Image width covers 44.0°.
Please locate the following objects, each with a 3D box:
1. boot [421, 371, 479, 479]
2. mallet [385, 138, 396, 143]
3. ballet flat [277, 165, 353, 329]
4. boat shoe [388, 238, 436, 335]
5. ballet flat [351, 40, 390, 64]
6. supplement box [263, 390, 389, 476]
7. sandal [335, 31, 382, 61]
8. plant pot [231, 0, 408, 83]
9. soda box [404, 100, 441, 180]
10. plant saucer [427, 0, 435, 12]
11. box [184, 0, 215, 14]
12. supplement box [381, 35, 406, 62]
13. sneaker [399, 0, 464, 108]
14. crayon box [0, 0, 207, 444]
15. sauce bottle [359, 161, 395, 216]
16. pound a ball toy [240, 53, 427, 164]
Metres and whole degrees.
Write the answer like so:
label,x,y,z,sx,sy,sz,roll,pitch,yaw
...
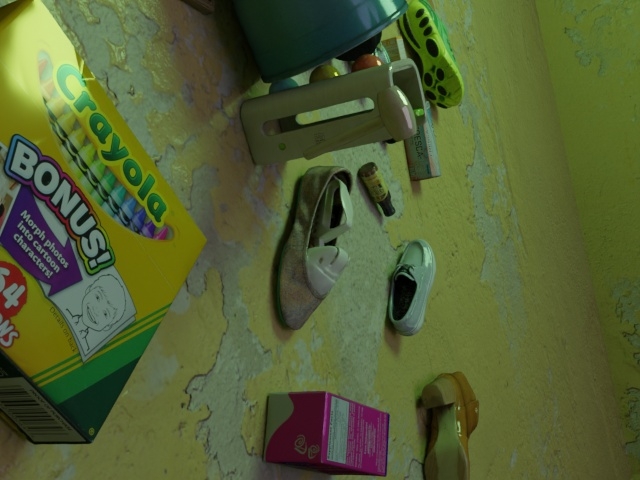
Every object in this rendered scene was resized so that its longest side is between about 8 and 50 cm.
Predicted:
label,x,y,z,sx,sy,sz,roll,pitch,yaw
boot,0.312,0.445,1.782,0.211,0.104,0.295,7,72,-59
mallet,0.158,-0.306,1.786,0.062,0.039,0.190,51,38,-47
ballet flat,0.000,0.000,1.359,0.107,0.106,0.316,40,50,-49
boat shoe,0.193,0.088,1.694,0.081,0.079,0.228,48,47,-50
ballet flat,0.087,-0.421,1.664,0.079,0.077,0.222,-17,93,-41
supplement box,0.015,0.320,1.297,0.220,0.111,0.114,34,55,-51
sandal,-0.002,-0.535,1.446,0.107,0.167,0.446,-65,146,-35
plant pot,-0.033,-0.432,1.276,0.255,0.271,0.272,61,35,-20
soda box,0.236,-0.235,1.872,0.063,0.058,0.183,-14,96,-60
plant saucer,0.286,-0.615,2.101,0.083,0.013,0.083,21,65,-57
box,-0.225,-0.450,1.173,0.201,0.021,0.164,16,69,-57
supplement box,0.160,-0.403,1.781,0.036,0.062,0.098,-29,106,-59
sneaker,0.295,-0.470,1.984,0.123,0.109,0.295,-55,129,-45
crayon box,-0.304,-0.020,0.842,0.363,0.106,0.313,60,36,-33
sauce bottle,0.123,-0.105,1.660,0.128,0.042,0.042,58,38,-32
pound a ball toy,0.020,-0.209,1.235,0.208,0.319,0.136,-31,109,-58
